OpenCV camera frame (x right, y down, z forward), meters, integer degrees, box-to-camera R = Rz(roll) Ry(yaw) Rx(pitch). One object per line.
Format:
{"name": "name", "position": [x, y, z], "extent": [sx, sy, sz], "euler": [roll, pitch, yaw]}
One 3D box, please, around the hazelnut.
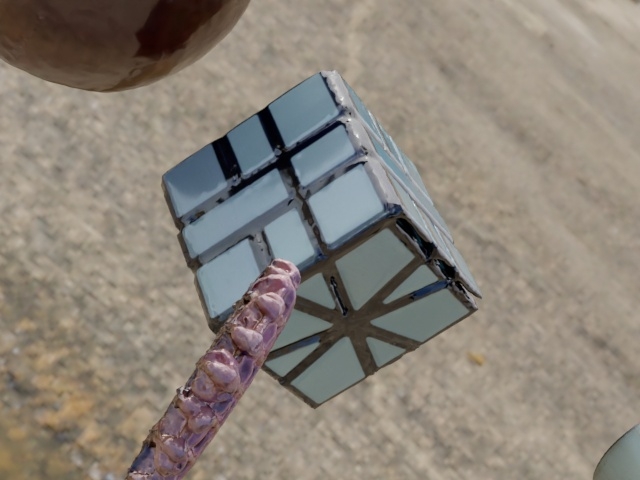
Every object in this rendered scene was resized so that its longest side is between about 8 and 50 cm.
{"name": "hazelnut", "position": [-0.280, -0.385, 1.775], "extent": [0.421, 0.421, 0.352], "euler": [25, 66, -38]}

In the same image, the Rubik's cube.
{"name": "Rubik's cube", "position": [0.000, 0.000, 1.768], "extent": [0.288, 0.293, 0.283], "euler": [47, 13, -49]}

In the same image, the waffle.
{"name": "waffle", "position": [-0.089, 0.123, 1.183], "extent": [0.055, 0.221, 0.234], "euler": [33, 32, -1]}

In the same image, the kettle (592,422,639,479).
{"name": "kettle", "position": [0.455, 0.342, 1.565], "extent": [0.236, 0.161, 0.221], "euler": [56, 3, 41]}
